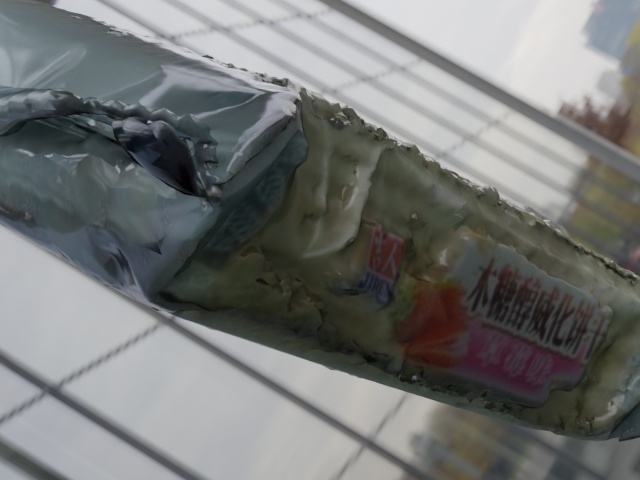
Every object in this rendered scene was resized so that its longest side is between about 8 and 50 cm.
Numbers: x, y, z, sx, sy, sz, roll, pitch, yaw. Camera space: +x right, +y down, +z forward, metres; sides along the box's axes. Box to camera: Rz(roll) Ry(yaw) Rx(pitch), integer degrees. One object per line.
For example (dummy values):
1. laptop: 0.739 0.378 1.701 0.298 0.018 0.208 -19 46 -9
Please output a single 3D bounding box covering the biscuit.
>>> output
1. biscuit: 0.003 0.001 0.527 0.309 0.186 0.079 25 -94 -44
